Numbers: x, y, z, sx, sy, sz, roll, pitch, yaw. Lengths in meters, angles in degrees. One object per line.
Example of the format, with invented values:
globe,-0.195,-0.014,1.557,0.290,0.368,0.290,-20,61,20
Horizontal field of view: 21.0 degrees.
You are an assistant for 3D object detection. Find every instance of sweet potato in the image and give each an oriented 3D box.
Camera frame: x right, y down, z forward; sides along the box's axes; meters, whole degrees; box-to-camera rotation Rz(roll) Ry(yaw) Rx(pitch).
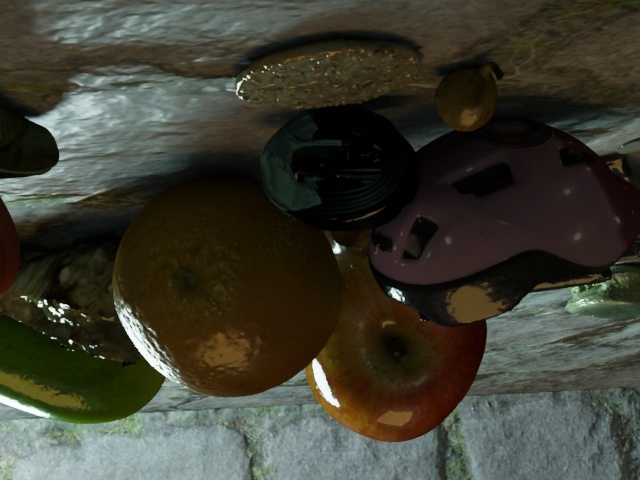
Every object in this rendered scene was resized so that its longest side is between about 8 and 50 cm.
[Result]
sweet potato,0.000,0.000,1.886,0.077,0.077,0.243,-1,174,-23

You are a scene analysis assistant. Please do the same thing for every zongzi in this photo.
zongzi,-0.241,-0.089,1.382,0.104,0.052,0.113,-6,159,-39

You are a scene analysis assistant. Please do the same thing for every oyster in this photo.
oyster,-0.241,0.057,1.888,0.337,0.133,0.198,-4,-172,36

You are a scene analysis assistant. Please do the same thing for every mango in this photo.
mango,-0.326,0.128,2.069,0.343,0.192,0.156,7,125,-42

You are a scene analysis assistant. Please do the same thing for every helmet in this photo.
helmet,0.153,-0.035,1.551,0.253,0.154,0.198,-38,-149,-14

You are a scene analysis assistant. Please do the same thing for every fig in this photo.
fig,0.125,-0.121,1.384,0.050,0.050,0.083,-1,157,-23

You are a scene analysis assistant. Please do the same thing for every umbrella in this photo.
umbrella,0.337,0.052,2.395,0.133,0.031,0.036,-8,-178,3

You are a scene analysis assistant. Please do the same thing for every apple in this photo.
apple,0.092,0.130,2.146,0.242,0.242,0.241,-6,176,3

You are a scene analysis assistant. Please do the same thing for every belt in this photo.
belt,0.016,-0.062,1.475,0.140,0.105,0.058,-3,166,18

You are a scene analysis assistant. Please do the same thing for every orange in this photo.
orange,-0.089,0.043,1.669,0.236,0.236,0.236,-5,169,-1

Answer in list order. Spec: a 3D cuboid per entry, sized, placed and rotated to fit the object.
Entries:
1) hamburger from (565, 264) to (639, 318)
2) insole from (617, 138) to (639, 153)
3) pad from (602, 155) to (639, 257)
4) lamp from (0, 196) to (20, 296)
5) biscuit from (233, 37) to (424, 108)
hamburger,0.422,0.075,2.479,0.133,0.062,0.140,4,168,-24
insole,0.382,-0.106,1.684,0.197,0.004,0.065,-12,167,29
pad,0.247,-0.020,1.852,0.233,0.022,0.174,-13,140,28
lamp,-0.362,0.004,1.502,0.187,0.164,0.187,-27,-178,1
biscuit,0.006,-0.130,1.343,0.152,0.020,0.152,-6,168,-1
